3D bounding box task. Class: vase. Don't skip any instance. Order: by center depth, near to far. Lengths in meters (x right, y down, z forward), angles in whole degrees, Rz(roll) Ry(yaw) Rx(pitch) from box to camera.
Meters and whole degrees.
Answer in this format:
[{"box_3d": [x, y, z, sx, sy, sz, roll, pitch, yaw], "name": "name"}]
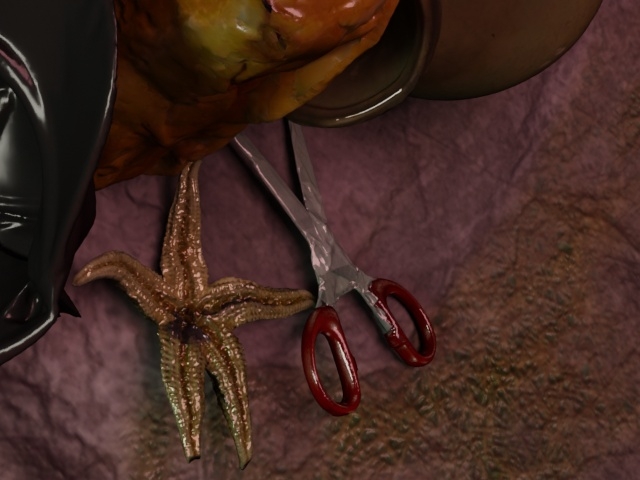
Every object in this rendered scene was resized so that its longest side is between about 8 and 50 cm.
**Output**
[{"box_3d": [0.029, -0.235, 1.006, 0.329, 0.241, 0.302, 41, 39, 24], "name": "vase"}]

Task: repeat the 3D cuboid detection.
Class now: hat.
[{"box_3d": [-0.213, -0.066, 0.820, 0.238, 0.336, 0.209, 38, 24, -1], "name": "hat"}]

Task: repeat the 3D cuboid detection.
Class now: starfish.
[{"box_3d": [-0.082, 0.051, 0.982, 0.216, 0.050, 0.224, 4, 78, -36], "name": "starfish"}]

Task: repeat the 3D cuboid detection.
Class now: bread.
[{"box_3d": [-0.086, -0.152, 0.846, 0.148, 0.344, 0.195, -25, 91, -38], "name": "bread"}]

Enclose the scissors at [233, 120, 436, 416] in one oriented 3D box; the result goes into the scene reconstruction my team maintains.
[{"box_3d": [0.000, 0.000, 1.047, 0.144, 0.017, 0.248, -25, 91, -47], "name": "scissors"}]
